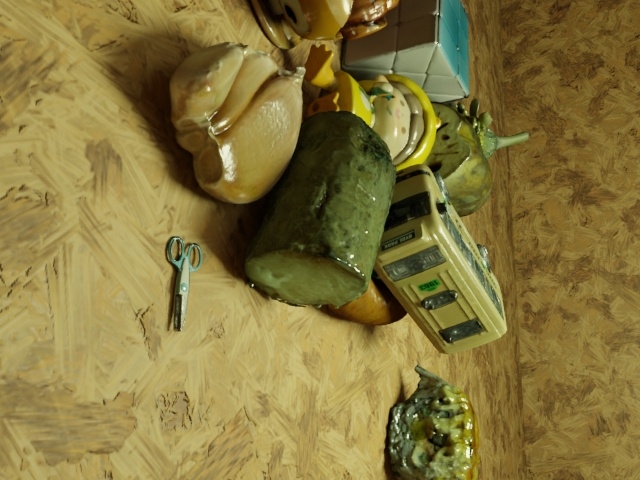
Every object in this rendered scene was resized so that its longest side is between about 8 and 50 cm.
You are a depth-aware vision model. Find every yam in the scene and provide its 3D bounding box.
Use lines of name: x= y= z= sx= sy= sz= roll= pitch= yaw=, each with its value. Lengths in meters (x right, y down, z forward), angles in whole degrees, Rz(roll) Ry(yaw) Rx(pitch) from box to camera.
yam: x=0.010 y=-0.047 z=0.878 sx=0.195 sy=0.195 sz=0.299 roll=56 pitch=40 yaw=-41

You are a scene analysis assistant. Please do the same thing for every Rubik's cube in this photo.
Rubik's cube: x=0.198 y=-0.446 z=1.272 sx=0.231 sy=0.222 sz=0.224 roll=31 pitch=58 yaw=-56

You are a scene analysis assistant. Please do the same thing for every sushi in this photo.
sushi: x=0.253 y=0.428 z=1.249 sx=0.139 sy=0.184 sz=0.274 roll=62 pitch=31 yaw=-42

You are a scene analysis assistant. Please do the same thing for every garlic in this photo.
garlic: x=-0.113 y=-0.164 z=0.776 sx=0.228 sy=0.110 sz=0.217 roll=-44 pitch=135 yaw=-43

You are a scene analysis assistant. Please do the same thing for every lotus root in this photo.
lotus root: x=0.288 y=-0.171 z=1.372 sx=0.346 sy=0.251 sz=0.250 roll=24 pitch=64 yaw=-57

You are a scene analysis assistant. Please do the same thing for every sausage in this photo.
sausage: x=0.091 y=0.110 z=1.085 sx=0.271 sy=0.109 sz=0.108 roll=23 pitch=65 yaw=-58

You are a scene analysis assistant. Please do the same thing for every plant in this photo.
plant: x=0.434 y=-0.248 z=1.630 sx=0.297 sy=0.306 sz=0.261 roll=22 pitch=88 yaw=-16

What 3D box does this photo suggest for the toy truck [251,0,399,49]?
toy truck: x=0.006 y=-0.442 z=0.937 sx=0.204 sy=0.212 sz=0.288 roll=67 pitch=29 yaw=-27

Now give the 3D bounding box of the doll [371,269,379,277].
doll: x=0.095 y=0.010 z=1.165 sx=0.158 sy=0.059 sz=0.159 roll=49 pitch=45 yaw=-49

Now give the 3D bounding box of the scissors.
scissors: x=-0.174 y=0.055 z=0.710 sx=0.058 sy=0.014 sz=0.119 roll=29 pitch=56 yaw=-51

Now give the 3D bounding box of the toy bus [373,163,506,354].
toy bus: x=0.213 y=0.044 z=1.071 sx=0.365 sy=0.177 sz=0.201 roll=50 pitch=27 yaw=-33

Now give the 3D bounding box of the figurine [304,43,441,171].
figurine: x=0.097 y=-0.245 z=1.100 sx=0.344 sy=0.187 sz=0.214 roll=15 pitch=80 yaw=-52
